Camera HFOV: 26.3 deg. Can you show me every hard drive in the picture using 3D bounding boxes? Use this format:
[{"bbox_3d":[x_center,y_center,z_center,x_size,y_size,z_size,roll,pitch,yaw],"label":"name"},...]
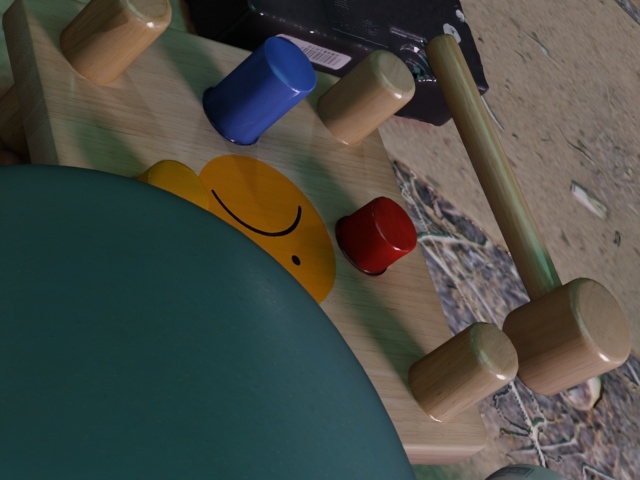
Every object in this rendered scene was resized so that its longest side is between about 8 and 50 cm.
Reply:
[{"bbox_3d":[-0.017,-0.256,1.006,0.236,0.064,0.339,11,55,-43],"label":"hard drive"}]

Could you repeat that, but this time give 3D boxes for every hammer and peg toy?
[{"bbox_3d":[0.000,0.000,0.768,0.361,0.127,0.266,9,53,-44],"label":"hammer and peg toy"}]

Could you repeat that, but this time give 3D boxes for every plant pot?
[{"bbox_3d":[-0.099,0.111,0.454,0.293,0.293,0.235,33,25,-26],"label":"plant pot"}]

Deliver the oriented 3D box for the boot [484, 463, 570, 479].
[{"bbox_3d":[0.168,0.256,0.795,0.258,0.095,0.123,42,50,-10],"label":"boot"}]
